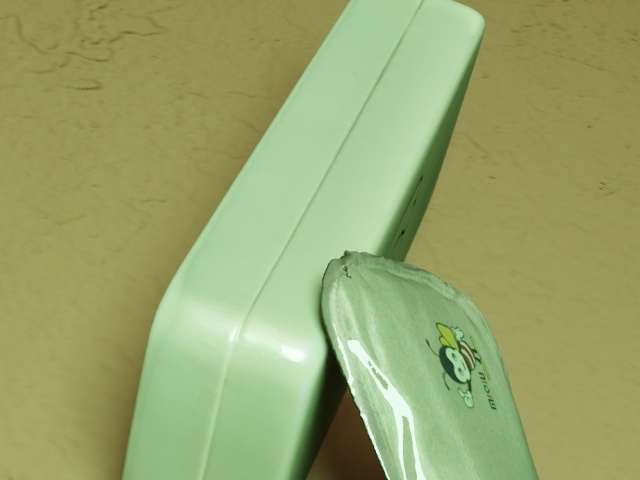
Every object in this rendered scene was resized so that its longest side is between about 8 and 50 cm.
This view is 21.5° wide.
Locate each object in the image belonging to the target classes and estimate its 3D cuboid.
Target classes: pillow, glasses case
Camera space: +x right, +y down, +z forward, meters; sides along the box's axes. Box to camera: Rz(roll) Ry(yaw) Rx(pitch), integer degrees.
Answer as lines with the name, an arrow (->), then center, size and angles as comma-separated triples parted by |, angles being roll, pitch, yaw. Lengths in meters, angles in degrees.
pillow -> 0.063, 0.115, 0.655 | 0.130, 0.038, 0.233 | 13, 56, -53
glasses case -> 0.000, 0.000, 0.789 | 0.070, 0.131, 0.313 | 20, 37, 7
